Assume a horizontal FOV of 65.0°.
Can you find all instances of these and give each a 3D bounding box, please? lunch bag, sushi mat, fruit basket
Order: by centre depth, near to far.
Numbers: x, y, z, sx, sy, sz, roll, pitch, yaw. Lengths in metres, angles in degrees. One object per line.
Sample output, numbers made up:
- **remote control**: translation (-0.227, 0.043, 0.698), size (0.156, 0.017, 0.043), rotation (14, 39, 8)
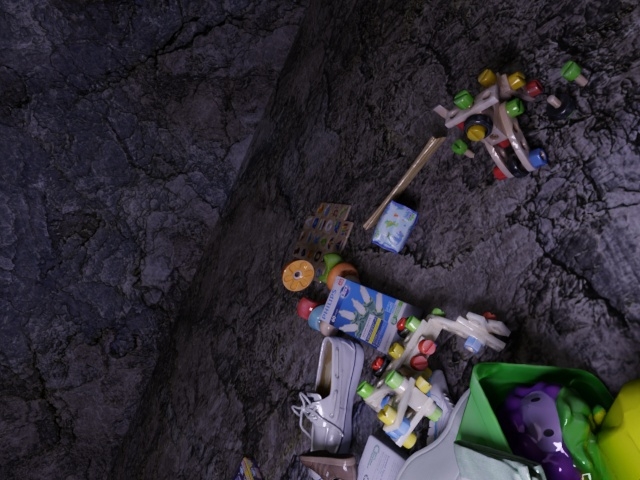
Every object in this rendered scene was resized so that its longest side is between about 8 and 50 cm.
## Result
- **fruit basket**: translation (0.385, 0.297, 0.646), size (0.392, 0.283, 0.391), rotation (-172, 90, -73)
- **lunch bag**: translation (0.202, -0.037, 1.377), size (0.128, 0.096, 0.151), rotation (-63, -2, 5)
- **sushi mat**: translation (0.236, -0.164, 1.398), size (0.316, 0.019, 0.151), rotation (-54, -13, 23)

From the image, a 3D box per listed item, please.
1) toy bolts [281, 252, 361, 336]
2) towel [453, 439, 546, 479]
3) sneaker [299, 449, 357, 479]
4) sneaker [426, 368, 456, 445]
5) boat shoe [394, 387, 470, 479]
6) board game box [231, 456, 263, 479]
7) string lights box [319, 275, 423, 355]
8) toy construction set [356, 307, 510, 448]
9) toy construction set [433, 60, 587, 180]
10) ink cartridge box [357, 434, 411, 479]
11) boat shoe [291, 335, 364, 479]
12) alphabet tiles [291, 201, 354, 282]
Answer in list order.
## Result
- **toy bolts**: translation (0.000, 0.170, 1.482), size (0.158, 0.218, 0.228), rotation (40, 122, 55)
- **towel**: translation (0.235, 0.429, 0.612), size (0.248, 0.038, 0.324), rotation (110, 155, -73)
- **sneaker**: translation (0.013, 0.528, 1.156), size (0.188, 0.066, 0.071), rotation (-25, 69, 52)
- **sneaker**: translation (0.262, 0.353, 1.014), size (0.083, 0.071, 0.190), rotation (-24, 51, 35)
- **boat shoe**: translation (0.245, 0.398, 0.902), size (0.302, 0.091, 0.114), rotation (-49, 35, 2)
- **board game box**: translation (-0.229, 0.785, 1.548), size (0.141, 0.048, 0.170), rotation (-61, 28, 6)
- **string lights box**: translation (0.125, 0.193, 1.296), size (0.260, 0.077, 0.133), rotation (18, 85, 49)
- **toy construction set**: translation (0.204, 0.238, 0.980), size (0.328, 0.151, 0.215), rotation (-38, 1, -20)
- **toy construction set**: translation (0.363, -0.292, 1.131), size (0.309, 0.237, 0.257), rotation (15, 82, 63)
- **ink cartridge box**: translation (0.153, 0.610, 0.990), size (0.330, 0.071, 0.324), rotation (12, 78, 60)
- **boat shoe**: translation (0.002, 0.424, 1.300), size (0.136, 0.157, 0.367), rotation (-12, 58, 57)
- **alphabet tiles**: translation (0.000, 0.000, 1.791), size (0.343, 0.011, 0.285), rotation (14, 82, 62)
